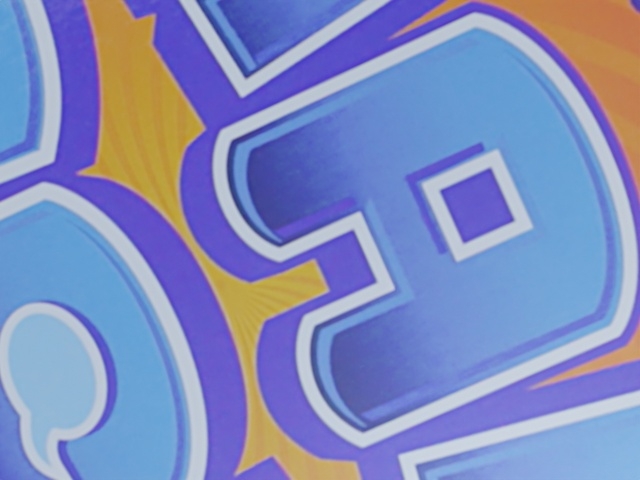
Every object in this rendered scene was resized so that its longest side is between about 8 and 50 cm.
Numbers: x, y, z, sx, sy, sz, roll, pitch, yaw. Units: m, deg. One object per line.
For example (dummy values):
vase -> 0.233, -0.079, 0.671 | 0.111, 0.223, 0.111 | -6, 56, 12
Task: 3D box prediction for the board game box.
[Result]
board game box -> 0.000, 0.000, 0.675 | 0.356, 0.356, 0.356 | 65, -171, 1
